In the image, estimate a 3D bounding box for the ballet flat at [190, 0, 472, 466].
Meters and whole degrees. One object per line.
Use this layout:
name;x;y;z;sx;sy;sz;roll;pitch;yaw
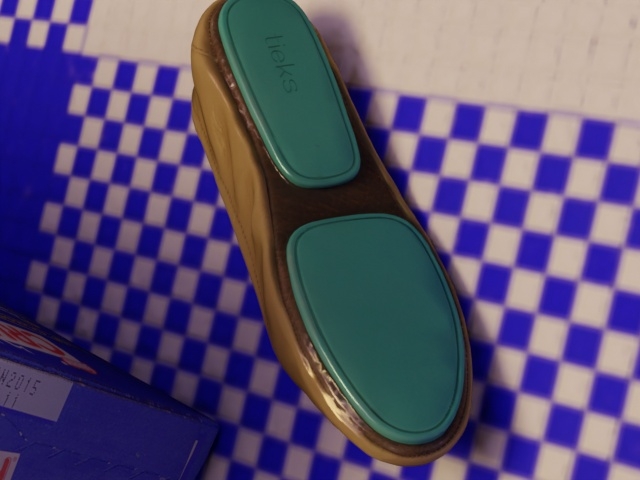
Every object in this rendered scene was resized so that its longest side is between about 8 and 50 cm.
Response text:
ballet flat;0.000;0.000;0.667;0.073;0.080;0.232;119;140;-50

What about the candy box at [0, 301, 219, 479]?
candy box;-0.250;0.046;0.721;0.317;0.268;0.122;22;86;42
